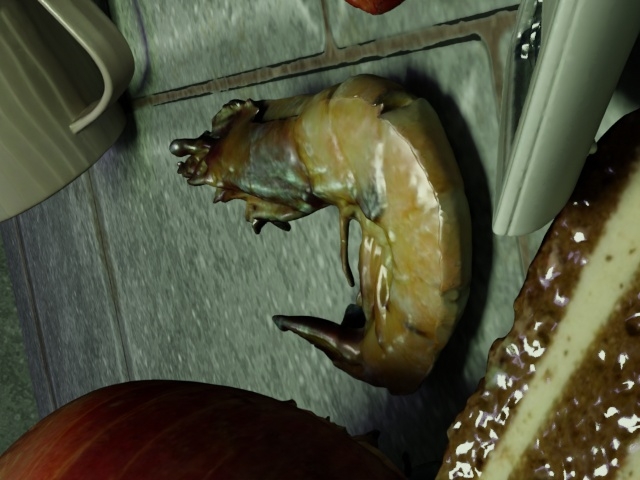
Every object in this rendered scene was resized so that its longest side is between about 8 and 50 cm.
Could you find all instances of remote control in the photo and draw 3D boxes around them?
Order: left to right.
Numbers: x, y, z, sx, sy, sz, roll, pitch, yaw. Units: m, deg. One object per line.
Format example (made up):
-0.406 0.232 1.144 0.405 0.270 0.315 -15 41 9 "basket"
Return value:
0.105 -0.140 0.362 0.313 0.055 0.109 100 -179 -45 "remote control"

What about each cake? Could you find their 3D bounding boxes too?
0.129 0.082 0.467 0.112 0.135 0.246 36 105 50 "cake"

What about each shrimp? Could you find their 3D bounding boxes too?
0.007 -0.002 0.718 0.289 0.075 0.178 0 105 56 "shrimp"

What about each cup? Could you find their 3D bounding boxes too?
-0.313 -0.186 1.196 0.273 0.288 0.208 58 -162 -24 "cup"

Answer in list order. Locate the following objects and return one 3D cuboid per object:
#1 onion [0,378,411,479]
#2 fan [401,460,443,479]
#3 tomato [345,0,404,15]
-0.042 0.227 0.649 0.353 0.353 0.354 168 90 -70 "onion"
0.035 0.175 0.799 0.057 0.023 0.282 66 159 5 "fan"
0.010 -0.187 0.560 0.159 0.091 0.139 55 176 -18 "tomato"
